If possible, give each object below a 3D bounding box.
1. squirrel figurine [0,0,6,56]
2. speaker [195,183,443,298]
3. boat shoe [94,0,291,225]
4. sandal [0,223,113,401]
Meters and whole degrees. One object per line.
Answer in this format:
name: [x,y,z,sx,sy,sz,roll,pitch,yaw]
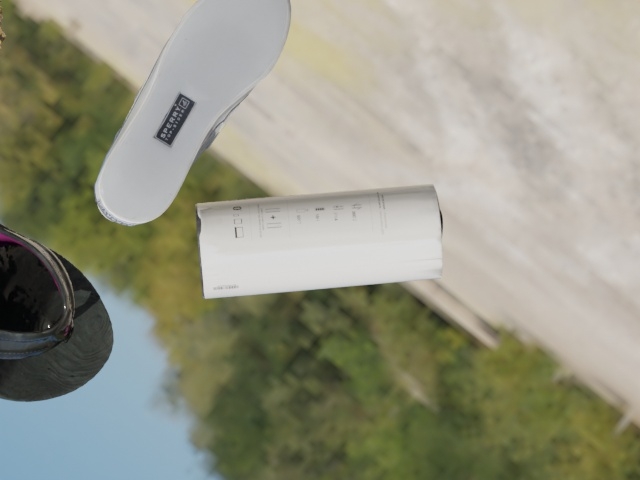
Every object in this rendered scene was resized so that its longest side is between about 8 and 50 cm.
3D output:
squirrel figurine: [-0.257,-0.271,1.162,0.281,0.397,0.370,25,-157,-11]
speaker: [0.000,0.000,1.110,0.136,0.055,0.055,-5,-179,-3]
boat shoe: [-0.122,-0.128,1.771,0.095,0.258,0.084,40,169,-12]
sandal: [-0.355,0.036,1.998,0.107,0.168,0.446,14,159,45]
